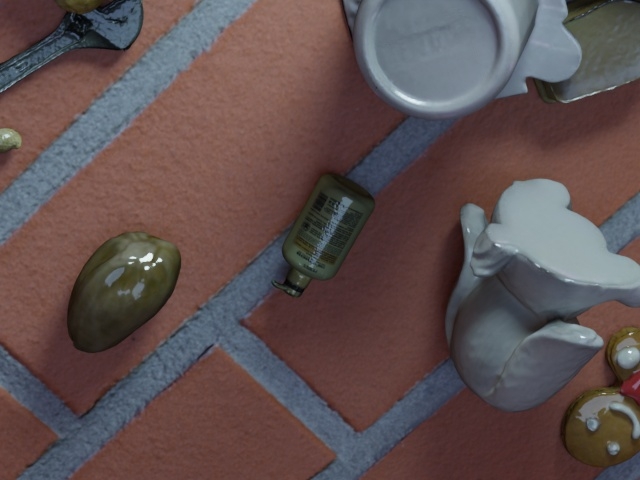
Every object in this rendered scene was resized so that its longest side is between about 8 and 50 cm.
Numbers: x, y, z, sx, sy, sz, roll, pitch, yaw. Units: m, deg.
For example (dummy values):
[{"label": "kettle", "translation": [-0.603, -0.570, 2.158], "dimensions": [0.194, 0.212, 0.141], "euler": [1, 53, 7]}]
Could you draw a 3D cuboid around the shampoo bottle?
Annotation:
[{"label": "shampoo bottle", "translation": [0.000, 0.000, 1.645], "dimensions": [0.079, 0.079, 0.162], "euler": [26, 104, -13]}]

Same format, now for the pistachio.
[{"label": "pistachio", "translation": [-0.251, 0.066, 1.636], "dimensions": [0.185, 0.126, 0.108], "euler": [-45, 64, 13]}]

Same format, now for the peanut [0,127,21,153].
[{"label": "peanut", "translation": [-0.406, -0.123, 1.591], "dimensions": [0.083, 0.037, 0.037], "euler": [9, 107, -13]}]

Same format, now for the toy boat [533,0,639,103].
[{"label": "toy boat", "translation": [0.349, -0.244, 1.608], "dimensions": [0.188, 0.061, 0.116], "euler": [-23, 108, 2]}]

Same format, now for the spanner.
[{"label": "spanner", "translation": [-0.354, -0.211, 1.573], "dimensions": [0.325, 0.026, 0.093], "euler": [-30, 109, 6]}]

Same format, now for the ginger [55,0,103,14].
[{"label": "ginger", "translation": [-0.272, -0.375, 1.486], "dimensions": [0.157, 0.102, 0.216], "euler": [-16, 109, 22]}]

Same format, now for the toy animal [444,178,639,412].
[{"label": "toy animal", "translation": [0.250, 0.088, 1.642], "dimensions": [0.206, 0.272, 0.265], "euler": [-8, 136, -31]}]

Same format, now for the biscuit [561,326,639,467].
[{"label": "biscuit", "translation": [0.480, 0.198, 1.775], "dimensions": [0.339, 0.047, 0.216], "euler": [-32, 107, 5]}]

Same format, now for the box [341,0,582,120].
[{"label": "box", "translation": [0.157, -0.233, 1.481], "dimensions": [0.291, 0.206, 0.262], "euler": [34, 119, -3]}]
